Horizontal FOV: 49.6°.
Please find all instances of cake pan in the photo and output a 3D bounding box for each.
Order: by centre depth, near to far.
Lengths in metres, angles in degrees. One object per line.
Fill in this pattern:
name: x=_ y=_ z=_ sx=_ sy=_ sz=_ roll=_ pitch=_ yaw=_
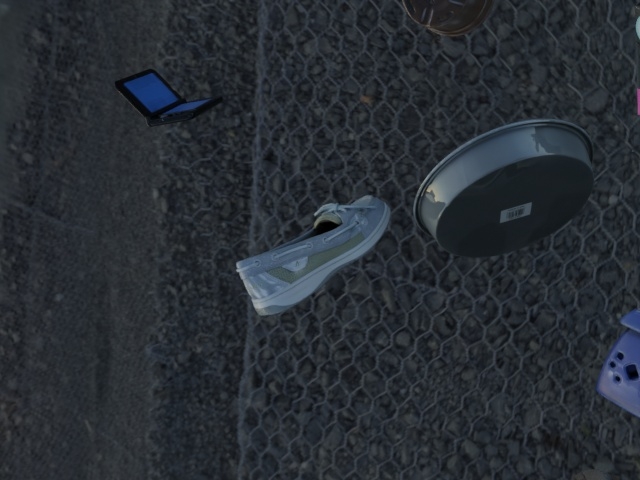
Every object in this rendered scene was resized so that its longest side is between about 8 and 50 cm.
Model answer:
cake pan: x=0.292 y=-0.066 z=1.076 sx=0.293 sy=0.293 sz=0.054 roll=-33 pitch=53 yaw=24

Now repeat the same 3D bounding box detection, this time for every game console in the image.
game console: x=-0.215 y=-0.213 z=0.999 sx=0.107 sy=0.122 sz=0.071 roll=-6 pitch=112 yaw=18

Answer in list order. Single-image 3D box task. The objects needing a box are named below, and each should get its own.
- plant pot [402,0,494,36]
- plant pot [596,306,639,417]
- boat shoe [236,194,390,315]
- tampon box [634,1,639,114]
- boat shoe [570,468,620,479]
plant pot: x=0.239 y=-0.475 z=1.328 sx=0.167 sy=0.165 sz=0.167 roll=7 pitch=110 yaw=21
plant pot: x=0.742 y=0.242 z=1.406 sx=0.236 sy=0.236 sz=0.212 roll=32 pitch=127 yaw=53
boat shoe: x=-0.002 y=0.001 z=1.142 sx=0.118 sy=0.320 sz=0.103 roll=-10 pitch=112 yaw=54
tampon box: x=0.374 y=-0.164 z=0.601 sx=0.161 sy=0.101 sz=0.120 roll=30 pitch=153 yaw=45
boat shoe: x=0.584 y=0.593 z=1.489 sx=0.116 sy=0.123 sz=0.324 roll=15 pitch=140 yaw=5
